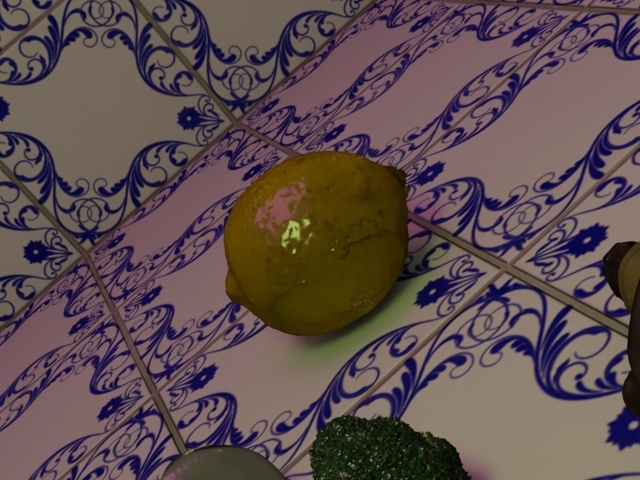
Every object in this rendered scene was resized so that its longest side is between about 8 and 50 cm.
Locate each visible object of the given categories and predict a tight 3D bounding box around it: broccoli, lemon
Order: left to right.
[{"bbox_3d":[0.000,0.000,1.654,0.310,0.253,0.253,-36,22,1],"label":"lemon"},{"bbox_3d":[0.071,0.252,1.163,0.195,0.195,0.156,-69,-2,-51],"label":"broccoli"}]

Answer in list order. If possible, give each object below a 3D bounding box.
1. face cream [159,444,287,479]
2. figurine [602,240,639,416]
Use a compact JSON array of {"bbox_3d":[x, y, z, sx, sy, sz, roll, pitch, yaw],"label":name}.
[{"bbox_3d":[-0.094,0.354,1.240,0.234,0.137,0.420,-4,19,-10],"label":"face cream"},{"bbox_3d":[0.367,0.077,1.063,0.218,0.206,0.365,-16,-2,3],"label":"figurine"}]
